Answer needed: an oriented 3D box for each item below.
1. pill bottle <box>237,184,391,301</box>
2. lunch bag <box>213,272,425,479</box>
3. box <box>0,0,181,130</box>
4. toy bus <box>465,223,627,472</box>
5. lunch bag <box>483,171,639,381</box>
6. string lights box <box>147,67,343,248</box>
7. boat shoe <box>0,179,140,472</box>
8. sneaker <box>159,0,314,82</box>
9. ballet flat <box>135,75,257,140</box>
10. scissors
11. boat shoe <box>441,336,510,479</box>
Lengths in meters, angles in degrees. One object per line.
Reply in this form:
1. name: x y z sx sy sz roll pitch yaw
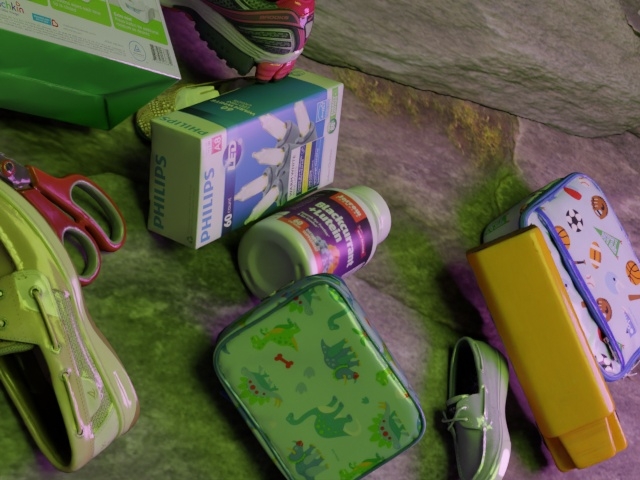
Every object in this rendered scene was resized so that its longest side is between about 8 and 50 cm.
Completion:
1. pill bottle: 0.000 0.000 1.468 0.193 0.108 0.108 -30 94 -49
2. lunch bag: -0.005 0.157 1.344 0.219 0.176 0.090 56 3 -7
3. box: -0.292 -0.257 1.236 0.262 0.127 0.231 7 59 -53
4. toy bus: 0.307 0.149 1.664 0.130 0.108 0.332 -40 107 -84
5. lunch bag: 0.377 0.068 1.825 0.243 0.115 0.303 -33 95 -46
6. string lights box: -0.083 -0.099 1.410 0.260 0.077 0.133 -29 133 -49
7. boat shoe: -0.281 0.073 1.147 0.098 0.109 0.302 -41 107 -49
8. sneaker: -0.131 -0.318 1.441 0.299 0.112 0.121 37 39 6
9. ballet flat: -0.126 -0.162 1.447 0.206 0.067 0.073 -24 90 -49
10. scissors: -0.295 -0.069 1.215 0.297 0.021 0.109 51 47 -36
11. boat shoe: 0.191 0.224 1.588 0.081 0.079 0.227 31 45 -24
